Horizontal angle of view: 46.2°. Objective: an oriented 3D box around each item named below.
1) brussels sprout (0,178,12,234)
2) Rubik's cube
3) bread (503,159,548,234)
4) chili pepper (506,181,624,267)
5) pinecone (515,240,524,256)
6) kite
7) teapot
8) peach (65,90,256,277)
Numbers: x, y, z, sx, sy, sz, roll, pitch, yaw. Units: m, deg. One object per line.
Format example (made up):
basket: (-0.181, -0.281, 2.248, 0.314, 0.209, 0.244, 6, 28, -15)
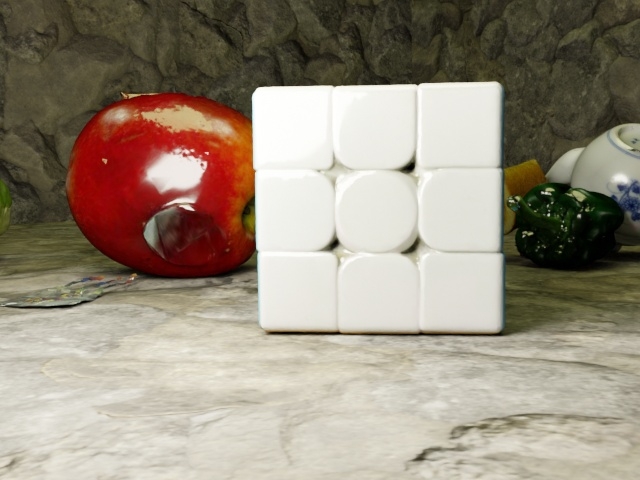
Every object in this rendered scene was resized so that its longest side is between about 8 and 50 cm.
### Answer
brussels sprout: (-0.825, -0.077, 1.622, 0.289, 0.281, 0.355, 1, -4, 16)
Rubik's cube: (0.082, -0.046, 0.984, 0.291, 0.290, 0.291, -1, 6, 6)
bread: (0.403, -0.091, 1.568, 0.103, 0.132, 0.172, -16, 3, 43)
chili pepper: (0.450, -0.029, 1.434, 0.261, 0.165, 0.174, -3, 25, -36)
pinecone: (0.452, 0.002, 1.581, 0.083, 0.077, 0.077, -22, 14, -23)
kite: (-0.388, 0.080, 1.196, 0.141, 0.015, 0.245, 2, 9, 18)
teapot: (0.652, -0.090, 1.581, 0.424, 0.280, 0.252, 29, 41, 30)
peach: (-0.265, -0.093, 1.395, 0.406, 0.335, 0.310, 11, 36, -12)
